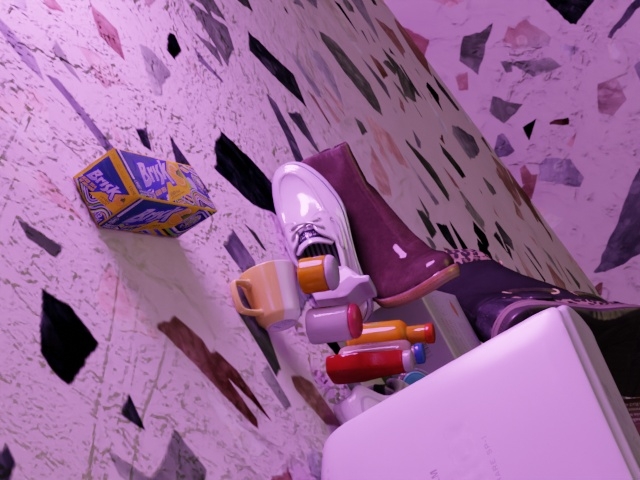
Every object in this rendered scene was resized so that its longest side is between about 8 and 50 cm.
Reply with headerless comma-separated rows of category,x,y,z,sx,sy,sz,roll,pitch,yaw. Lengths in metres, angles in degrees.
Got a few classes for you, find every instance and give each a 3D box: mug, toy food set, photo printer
mug,-0.057,0.064,1.496,0.062,0.078,0.064,103,-28,-66
toy food set,0.056,0.094,1.566,0.232,0.104,0.111,61,25,-55
photo printer,0.145,0.234,1.271,0.107,0.307,0.256,37,28,-49

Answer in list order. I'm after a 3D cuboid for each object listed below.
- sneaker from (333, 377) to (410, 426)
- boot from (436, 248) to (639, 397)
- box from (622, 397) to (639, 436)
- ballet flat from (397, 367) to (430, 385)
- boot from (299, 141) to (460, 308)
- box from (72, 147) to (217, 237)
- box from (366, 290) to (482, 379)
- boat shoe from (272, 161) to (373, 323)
sneaker,0.112,0.209,1.607,0.118,0.110,0.292,49,16,20
boot,0.337,0.118,2.084,0.377,0.138,0.284,7,13,-34
box,0.454,0.360,2.060,0.167,0.168,0.203,-106,-162,-46
ballet flat,0.150,0.239,1.766,0.188,0.070,0.070,56,15,-8
boot,0.062,-0.023,1.753,0.248,0.090,0.207,-8,-72,63
box,-0.167,-0.044,1.355,0.059,0.054,0.169,60,17,13
box,0.148,0.143,1.867,0.130,0.091,0.170,62,16,18
boat shoe,0.000,0.000,1.715,0.226,0.083,0.076,61,15,13
